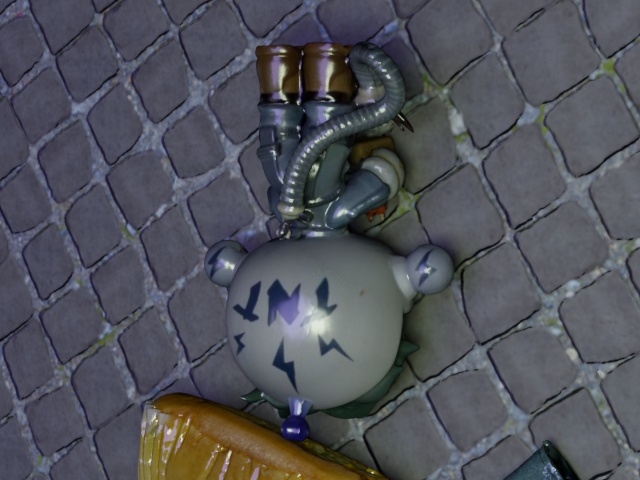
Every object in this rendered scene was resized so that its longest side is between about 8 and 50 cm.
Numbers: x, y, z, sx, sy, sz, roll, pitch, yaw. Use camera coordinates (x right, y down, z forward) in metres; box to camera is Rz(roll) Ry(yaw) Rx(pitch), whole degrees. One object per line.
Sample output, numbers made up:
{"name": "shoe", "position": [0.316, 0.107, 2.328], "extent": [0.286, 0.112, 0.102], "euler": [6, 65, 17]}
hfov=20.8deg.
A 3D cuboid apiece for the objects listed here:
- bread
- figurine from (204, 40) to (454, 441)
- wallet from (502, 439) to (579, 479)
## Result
{"name": "bread", "position": [-0.050, 0.246, 1.754], "extent": [0.288, 0.152, 0.119], "euler": [18, 89, 37]}
{"name": "figurine", "position": [-0.002, 0.000, 1.724], "extent": [0.261, 0.186, 0.382], "euler": [3, 94, 40]}
{"name": "wallet", "position": [0.137, 0.378, 1.689], "extent": [0.379, 0.046, 0.190], "euler": [-43, 68, 24]}
